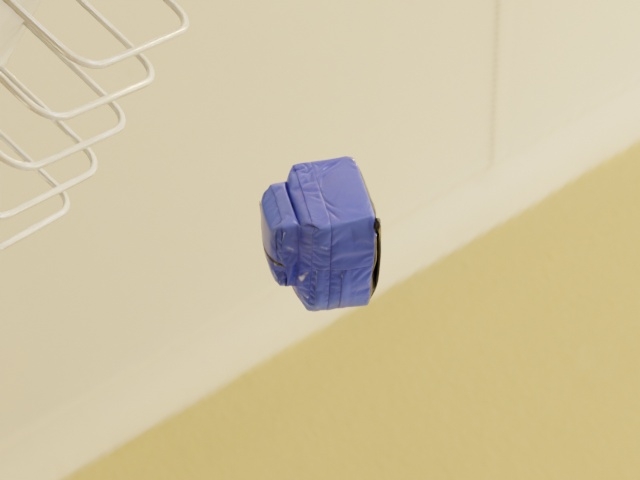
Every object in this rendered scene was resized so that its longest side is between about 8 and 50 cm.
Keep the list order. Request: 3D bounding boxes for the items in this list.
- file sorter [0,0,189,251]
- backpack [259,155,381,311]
[{"bbox_3d":[-0.282,-0.141,1.341,0.277,0.173,0.193,-51,-8,34],"label":"file sorter"},{"bbox_3d":[0.000,0.000,1.253,0.101,0.098,0.120,-7,-46,-3],"label":"backpack"}]
